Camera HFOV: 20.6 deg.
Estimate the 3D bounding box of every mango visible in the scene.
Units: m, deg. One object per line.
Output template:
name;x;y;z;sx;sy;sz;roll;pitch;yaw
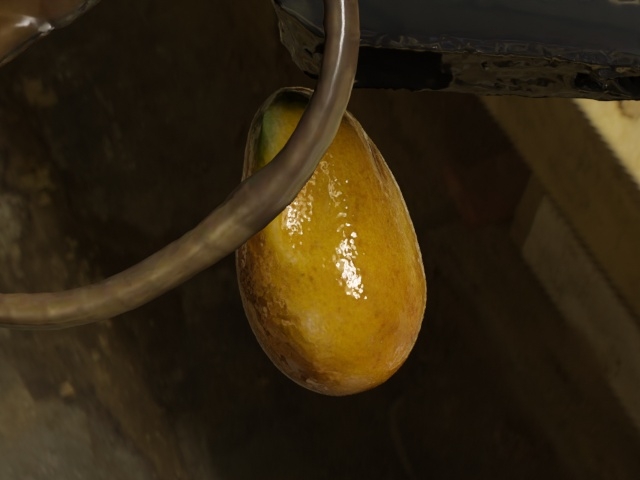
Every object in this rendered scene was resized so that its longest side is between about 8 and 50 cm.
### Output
mango;0.004;0.003;0.959;0.089;0.115;0.165;-20;66;34

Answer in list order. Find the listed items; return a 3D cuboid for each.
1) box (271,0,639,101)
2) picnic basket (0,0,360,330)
box;0.156;-0.232;0.935;0.350;0.091;0.359;4;65;8
picnic basket;-0.139;-0.114;0.807;0.293;0.337;0.337;-35;71;5
